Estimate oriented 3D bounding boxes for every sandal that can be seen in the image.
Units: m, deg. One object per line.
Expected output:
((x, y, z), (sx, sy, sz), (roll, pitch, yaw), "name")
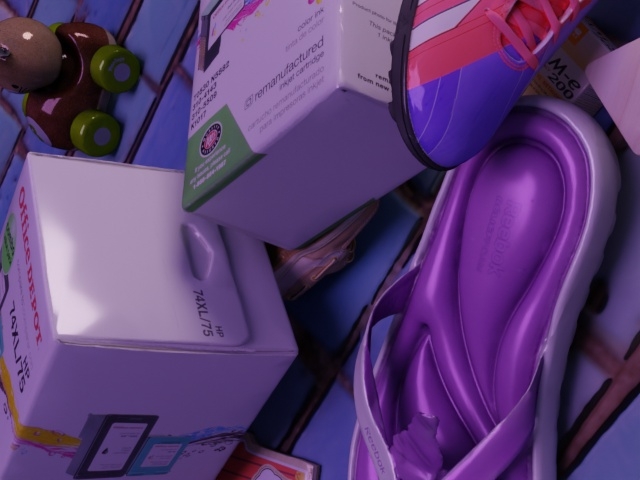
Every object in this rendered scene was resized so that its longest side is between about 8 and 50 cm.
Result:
((0.085, 0.100, 0.726), (0.169, 0.102, 0.416), (17, 100, 39), "sandal")

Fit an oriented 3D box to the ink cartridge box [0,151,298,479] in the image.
((-0.177, 0.094, 0.894), (0.270, 0.197, 0.198), (-58, 38, 38), "ink cartridge box")

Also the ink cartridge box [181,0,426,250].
((-0.003, -0.164, 0.816), (0.201, 0.117, 0.278), (-33, 47, 45), "ink cartridge box")

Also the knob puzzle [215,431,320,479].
((-0.086, 0.269, 0.943), (0.213, 0.030, 0.213), (-10, 76, 44), "knob puzzle")

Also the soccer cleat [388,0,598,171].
((0.148, -0.183, 0.676), (0.116, 0.108, 0.318), (8, 62, 43), "soccer cleat")

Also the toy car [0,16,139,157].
((-0.326, -0.185, 1.156), (0.155, 0.188, 0.149), (28, 102, 45), "toy car")

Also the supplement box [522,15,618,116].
((0.168, -0.110, 0.751), (0.098, 0.036, 0.062), (-51, 52, 26), "supplement box")

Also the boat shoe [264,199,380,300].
((0.000, 0.000, 0.886), (0.170, 0.059, 0.063), (-37, 42, 41), "boat shoe")

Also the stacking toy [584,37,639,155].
((0.309, -0.075, 0.577), (0.279, 0.130, 0.309), (-49, 43, 47), "stacking toy")
